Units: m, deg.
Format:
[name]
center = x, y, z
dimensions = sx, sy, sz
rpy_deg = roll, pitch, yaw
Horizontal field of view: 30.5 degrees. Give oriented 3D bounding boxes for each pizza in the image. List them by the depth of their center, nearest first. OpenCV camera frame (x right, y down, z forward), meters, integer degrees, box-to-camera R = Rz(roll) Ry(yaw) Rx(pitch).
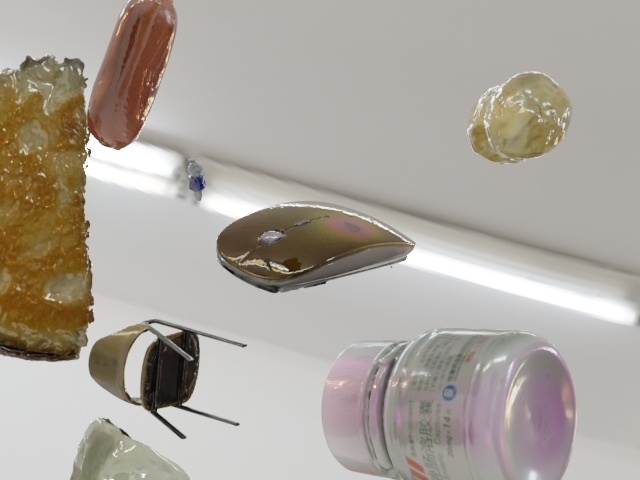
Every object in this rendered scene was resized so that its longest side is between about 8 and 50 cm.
[pizza]
center = -0.490, -0.025, 1.558
dimensions = 0.391, 0.435, 0.080
rpy_deg = -7, 11, -35

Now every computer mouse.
[computer mouse]
center = 0.000, 0.000, 1.603
dimensions = 0.158, 0.072, 0.310
rpy_deg = 28, 27, 37

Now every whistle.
[whistle]
center = -0.200, -0.098, 1.909
dimensions = 0.033, 0.029, 0.083
rpy_deg = 38, -35, 34

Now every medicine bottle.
[medicine bottle]
center = 0.187, 0.257, 1.748
dimensions = 0.324, 0.256, 0.256
rpy_deg = -1, -33, 39

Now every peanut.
[peanut]
center = 0.221, -0.135, 1.313
dimensions = 0.098, 0.103, 0.229
rpy_deg = 16, 0, -1

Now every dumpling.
[dumpling]
center = -0.242, 0.365, 1.426
dimensions = 0.243, 0.227, 0.175
rpy_deg = 39, -55, -9

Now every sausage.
[sausage]
center = -0.219, -0.200, 1.371
dimensions = 0.077, 0.194, 0.077
rpy_deg = 20, 4, -1

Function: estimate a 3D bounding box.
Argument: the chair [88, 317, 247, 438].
[chair]
center = -0.280, 0.240, 2.136
dimensions = 0.246, 0.159, 0.172
rpy_deg = 18, 17, 41
